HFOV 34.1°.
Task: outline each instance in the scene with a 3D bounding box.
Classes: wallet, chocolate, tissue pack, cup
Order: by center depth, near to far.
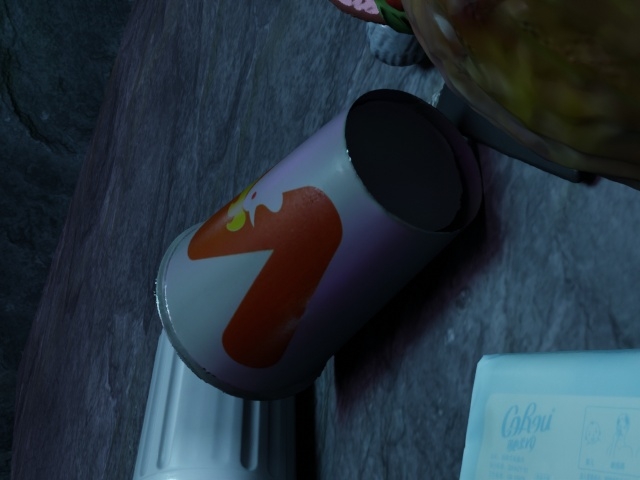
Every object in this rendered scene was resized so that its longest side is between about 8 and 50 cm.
[{"bbox_3d":[0.165,0.146,0.529,0.263,0.089,0.177,159,122,-68],"label":"tissue pack"},{"bbox_3d":[0.154,-0.127,0.799,0.244,0.025,0.124,-137,62,-66],"label":"wallet"},{"bbox_3d":[0.000,0.000,0.920,0.288,0.203,0.203,-40,41,46],"label":"cup"},{"bbox_3d":[0.095,-0.220,0.945,0.167,0.072,0.072,-49,35,47],"label":"chocolate"},{"bbox_3d":[-0.115,0.201,1.098,0.221,0.167,0.202,-48,33,49],"label":"cup"}]

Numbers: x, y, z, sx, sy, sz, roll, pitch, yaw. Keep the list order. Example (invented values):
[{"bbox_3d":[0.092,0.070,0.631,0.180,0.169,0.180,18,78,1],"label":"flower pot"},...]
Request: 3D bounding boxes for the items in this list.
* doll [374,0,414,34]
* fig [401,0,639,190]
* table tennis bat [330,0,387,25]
[{"bbox_3d":[0.075,-0.265,0.745,0.322,0.186,0.198,50,172,24],"label":"doll"},{"bbox_3d":[0.210,-0.082,0.414,0.368,0.286,0.286,59,147,8],"label":"fig"},{"bbox_3d":[0.056,-0.385,0.868,0.268,0.051,0.414,-11,90,30],"label":"table tennis bat"}]
